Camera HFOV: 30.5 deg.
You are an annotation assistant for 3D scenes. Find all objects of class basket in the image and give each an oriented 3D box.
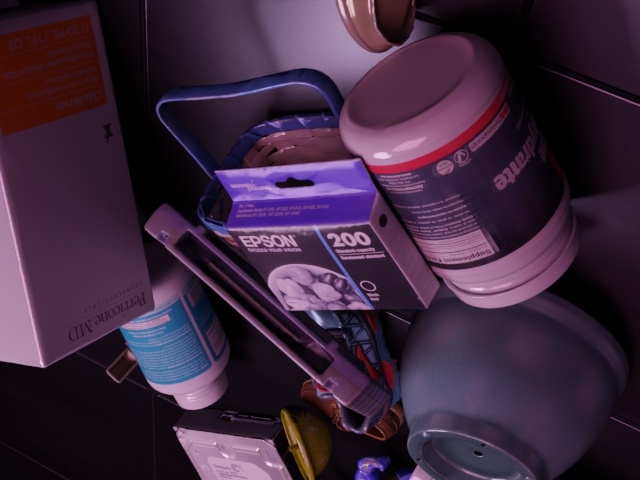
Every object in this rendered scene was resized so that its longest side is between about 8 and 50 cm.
[{"bbox_3d":[-0.036,-0.089,1.445,0.255,0.201,0.289,-2,135,38],"label":"basket"}]

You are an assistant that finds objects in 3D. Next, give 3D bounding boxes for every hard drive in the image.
[{"bbox_3d":[-0.102,0.451,2.123,0.237,0.064,0.339,1,127,36],"label":"hard drive"}]

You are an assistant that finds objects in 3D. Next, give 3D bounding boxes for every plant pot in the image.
[{"bbox_3d":[0.223,0.210,1.498,0.293,0.196,0.293,20,147,13],"label":"plant pot"}]

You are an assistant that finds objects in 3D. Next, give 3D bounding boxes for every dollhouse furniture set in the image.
[{"bbox_3d":[-0.296,0.202,1.992,0.091,0.114,0.081,45,136,-4],"label":"dollhouse furniture set"}]

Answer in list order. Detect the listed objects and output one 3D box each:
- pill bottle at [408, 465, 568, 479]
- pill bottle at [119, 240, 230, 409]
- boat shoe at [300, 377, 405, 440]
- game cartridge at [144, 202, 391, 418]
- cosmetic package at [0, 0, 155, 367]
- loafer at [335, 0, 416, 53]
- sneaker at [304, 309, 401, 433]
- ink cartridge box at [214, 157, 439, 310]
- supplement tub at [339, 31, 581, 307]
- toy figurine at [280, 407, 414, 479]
[{"bbox_3d":[0.282,0.406,1.696,0.323,0.181,0.181,31,140,10],"label":"pill bottle"},{"bbox_3d":[-0.234,0.142,1.859,0.146,0.146,0.264,4,129,35],"label":"pill bottle"},{"bbox_3d":[0.042,0.263,1.834,0.178,0.060,0.064,15,136,25],"label":"boat shoe"},{"bbox_3d":[-0.061,0.095,1.556,0.355,0.068,0.230,40,-179,16],"label":"game cartridge"},{"bbox_3d":[-0.392,-0.083,1.596,0.161,0.230,0.453,4,111,35],"label":"cosmetic package"},{"bbox_3d":[0.073,-0.312,1.227,0.092,0.102,0.268,20,137,30],"label":"loafer"},{"bbox_3d":[0.037,0.172,1.700,0.104,0.125,0.262,-5,124,39],"label":"sneaker"},{"bbox_3d":[0.000,0.000,1.320,0.206,0.045,0.208,-3,136,37],"label":"ink cartridge box"},{"bbox_3d":[0.160,-0.075,1.303,0.191,0.191,0.272,-4,134,40],"label":"supplement tub"},{"bbox_3d":[0.091,0.407,1.901,0.191,0.217,0.362,46,-155,-89],"label":"toy figurine"}]
